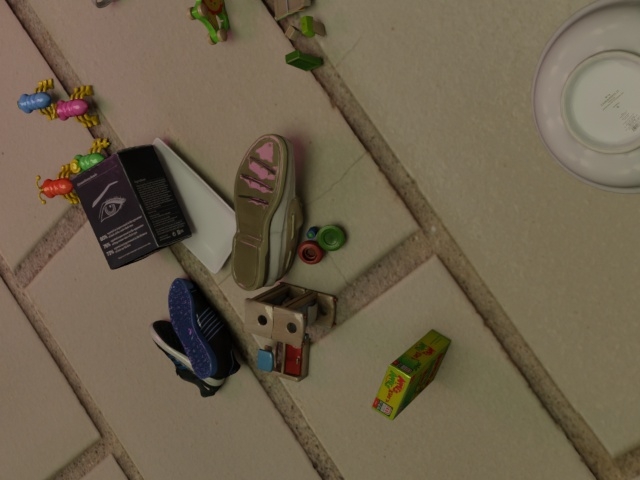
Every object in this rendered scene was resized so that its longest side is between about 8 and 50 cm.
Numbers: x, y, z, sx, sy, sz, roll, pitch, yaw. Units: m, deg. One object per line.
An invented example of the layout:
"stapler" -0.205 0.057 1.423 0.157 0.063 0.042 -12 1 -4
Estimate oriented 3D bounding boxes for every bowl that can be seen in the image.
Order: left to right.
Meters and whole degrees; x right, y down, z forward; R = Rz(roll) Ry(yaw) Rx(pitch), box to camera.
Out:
"bowl" 0.430 -0.203 1.224 0.298 0.134 0.297 9 107 29

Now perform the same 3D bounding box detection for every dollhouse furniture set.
"dollhouse furniture set" -0.058 0.193 1.615 0.129 0.129 0.183 12 108 27
"dollhouse furniture set" -0.034 -0.383 1.509 0.076 0.059 0.151 -15 76 40

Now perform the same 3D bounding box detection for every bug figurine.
"bug figurine" -0.552 -0.214 1.825 0.216 0.072 0.279 -10 98 31

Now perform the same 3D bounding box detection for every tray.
"tray" -0.264 -0.072 1.722 0.270 0.030 0.145 44 119 13

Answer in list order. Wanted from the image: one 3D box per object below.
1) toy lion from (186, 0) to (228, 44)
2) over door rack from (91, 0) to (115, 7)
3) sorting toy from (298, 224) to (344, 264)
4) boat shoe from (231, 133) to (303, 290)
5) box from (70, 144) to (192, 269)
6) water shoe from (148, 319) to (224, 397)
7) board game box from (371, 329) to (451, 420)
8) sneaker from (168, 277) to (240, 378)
"toy lion" -0.200 -0.425 1.563 0.034 0.096 0.100 -9 139 32
"over door rack" -0.450 -0.641 1.612 0.239 0.108 0.324 42 140 14
"sorting toy" 0.000 0.000 1.588 0.102 0.042 0.061 -35 100 20
"boat shoe" -0.092 -0.056 1.584 0.113 0.103 0.302 29 118 35
"box" -0.379 -0.067 1.708 0.153 0.108 0.207 -22 91 33
"water shoe" -0.294 0.253 1.803 0.203 0.073 0.080 38 121 17
"board game box" 0.159 0.228 1.468 0.043 0.181 0.092 29 116 21
"sneaker" -0.239 0.181 1.754 0.081 0.090 0.232 -41 60 33
